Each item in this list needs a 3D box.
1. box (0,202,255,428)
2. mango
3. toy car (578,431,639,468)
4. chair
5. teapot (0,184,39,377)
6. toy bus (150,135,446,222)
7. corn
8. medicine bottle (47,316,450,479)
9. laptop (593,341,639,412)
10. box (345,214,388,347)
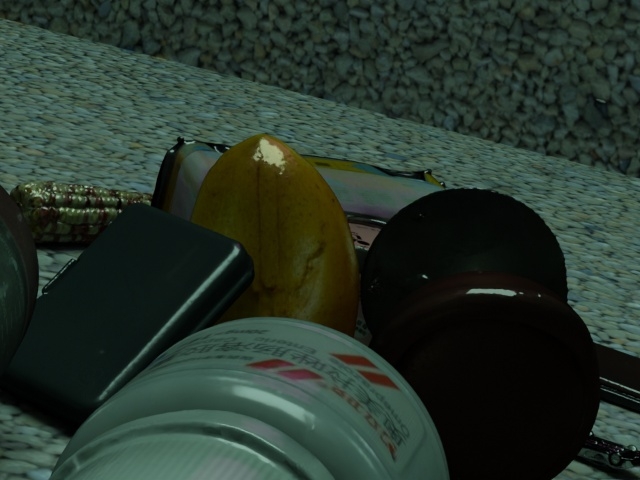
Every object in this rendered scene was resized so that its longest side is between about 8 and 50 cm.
[{"bbox_3d":[-0.182,0.070,1.682,0.160,0.050,0.230,21,56,33],"label":"box"},{"bbox_3d":[-0.048,0.026,1.794,0.187,0.257,0.138,15,14,15],"label":"mango"},{"bbox_3d":[0.281,0.211,1.821,0.093,0.025,0.041,19,17,37],"label":"toy car"},{"bbox_3d":[0.145,0.099,1.742,0.226,0.227,0.401,12,14,-1],"label":"chair"},{"bbox_3d":[-0.367,0.036,1.404,0.233,0.315,0.312,-11,19,6],"label":"teapot"},{"bbox_3d":[0.000,0.000,2.162,0.386,0.171,0.162,6,25,-26],"label":"toy bus"},{"bbox_3d":[-0.269,-0.030,2.219,0.237,0.080,0.079,4,16,-42],"label":"corn"},{"bbox_3d":[-0.058,0.196,1.143,0.245,0.245,0.306,15,16,10],"label":"medicine bottle"},{"bbox_3d":[0.342,0.156,2.098,0.207,0.026,0.154,20,14,25],"label":"laptop"},{"bbox_3d":[0.055,0.057,2.021,0.151,0.135,0.151,14,16,-4],"label":"box"}]
